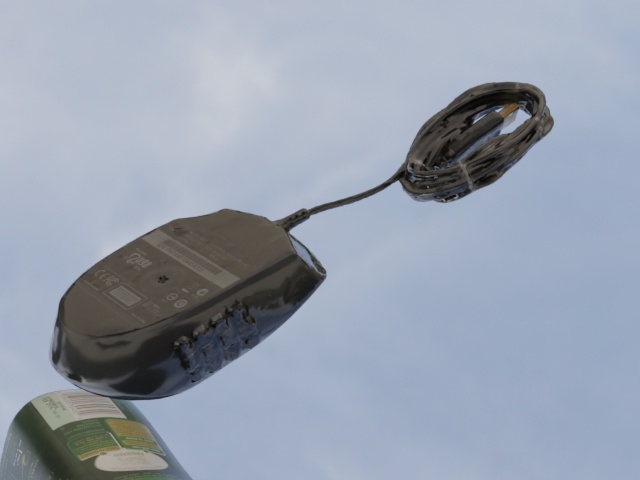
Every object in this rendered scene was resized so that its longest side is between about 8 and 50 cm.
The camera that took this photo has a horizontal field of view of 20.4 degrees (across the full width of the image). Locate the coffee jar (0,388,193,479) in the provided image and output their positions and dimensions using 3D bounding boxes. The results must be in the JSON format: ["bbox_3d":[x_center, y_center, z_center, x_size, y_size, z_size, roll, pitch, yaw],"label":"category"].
[{"bbox_3d":[-0.090,0.143,0.834,0.079,0.096,0.184,2,-164,-28],"label":"coffee jar"}]

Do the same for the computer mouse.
[{"bbox_3d":[0.000,0.000,0.709,0.242,0.041,0.071,-27,-147,-23],"label":"computer mouse"}]
